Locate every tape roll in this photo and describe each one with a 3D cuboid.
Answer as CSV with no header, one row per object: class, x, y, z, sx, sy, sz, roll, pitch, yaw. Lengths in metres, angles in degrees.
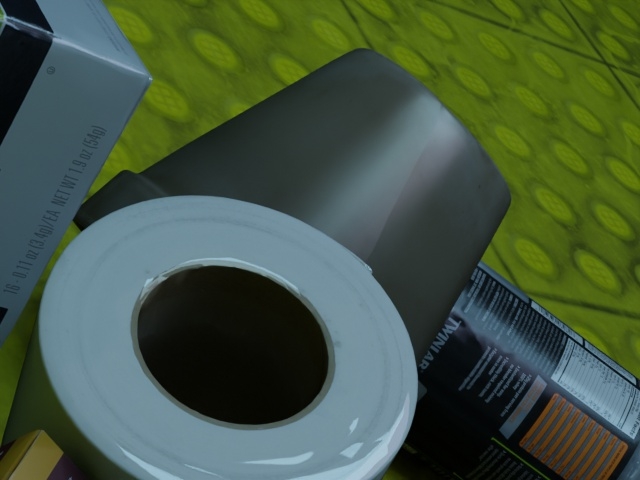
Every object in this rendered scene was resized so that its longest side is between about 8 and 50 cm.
tape roll,-0.077,0.114,1.129,0.246,0.169,0.246,10,48,-12

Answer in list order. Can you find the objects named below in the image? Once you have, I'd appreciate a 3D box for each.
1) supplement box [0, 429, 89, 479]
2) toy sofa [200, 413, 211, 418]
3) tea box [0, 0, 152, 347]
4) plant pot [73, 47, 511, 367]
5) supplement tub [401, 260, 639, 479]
supplement box,-0.191,0.247,1.026,0.194,0.191,0.129,51,37,-17
toy sofa,-0.041,0.254,1.288,0.150,0.177,0.362,-3,48,-52
tea box,-0.350,-0.074,1.200,0.323,0.329,0.220,18,22,-33
plant pot,0.000,0.000,1.464,0.323,0.280,0.323,45,-6,6
supplement tub,0.199,0.171,1.687,0.316,0.193,0.193,38,27,-5
